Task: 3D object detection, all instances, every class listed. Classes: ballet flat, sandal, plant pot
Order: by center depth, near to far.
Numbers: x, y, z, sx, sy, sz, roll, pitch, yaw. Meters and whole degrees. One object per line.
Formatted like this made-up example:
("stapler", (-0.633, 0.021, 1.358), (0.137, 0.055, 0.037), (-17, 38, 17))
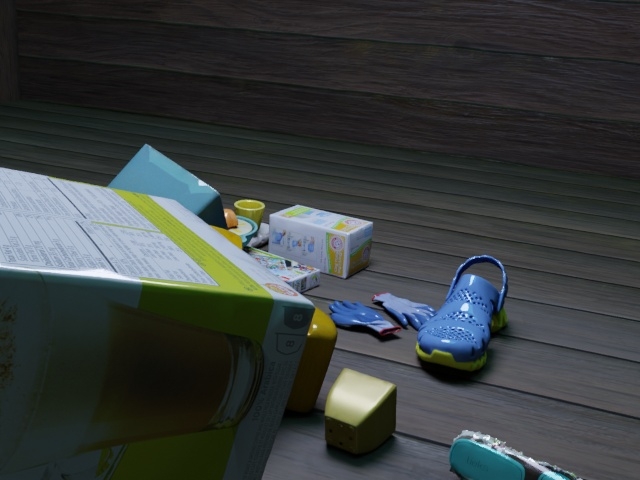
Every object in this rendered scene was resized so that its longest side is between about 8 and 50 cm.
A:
("ballet flat", (0.254, 0.290, 0.875), (0.077, 0.091, 0.241), (18, 8, -43))
("plant pot", (0.046, 0.233, 1.006), (0.082, 0.081, 0.083), (14, 31, 29))
("plant pot", (-0.295, 0.001, 1.259), (0.165, 0.165, 0.234), (33, 66, 18))
("sandal", (0.250, 0.118, 1.309), (0.126, 0.138, 0.317), (13, 22, 19))

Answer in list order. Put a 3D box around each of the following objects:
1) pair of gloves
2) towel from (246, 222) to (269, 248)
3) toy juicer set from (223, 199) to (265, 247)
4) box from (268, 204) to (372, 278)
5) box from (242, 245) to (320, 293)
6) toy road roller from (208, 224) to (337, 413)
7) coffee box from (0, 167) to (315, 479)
("pair of gloves", (0.115, 0.137, 1.403), (0.198, 0.023, 0.159), (-9, 20, -36))
("towel", (-0.263, -0.025, 1.781), (0.282, 0.049, 0.187), (11, 20, 22))
("toy juicer set", (-0.236, -0.026, 1.590), (0.209, 0.089, 0.329), (6, 22, 1))
("box", (0.000, 0.000, 1.667), (0.203, 0.103, 0.114), (14, 21, 29))
("box", (-0.116, 0.063, 1.558), (0.207, 0.036, 0.114), (17, 22, 34))
("toy road roller", (-0.115, 0.132, 1.113), (0.241, 0.202, 0.329), (15, 16, -13))
("coffee box", (-0.267, 0.134, 0.718), (0.335, 0.337, 0.338), (9, 13, -35))
